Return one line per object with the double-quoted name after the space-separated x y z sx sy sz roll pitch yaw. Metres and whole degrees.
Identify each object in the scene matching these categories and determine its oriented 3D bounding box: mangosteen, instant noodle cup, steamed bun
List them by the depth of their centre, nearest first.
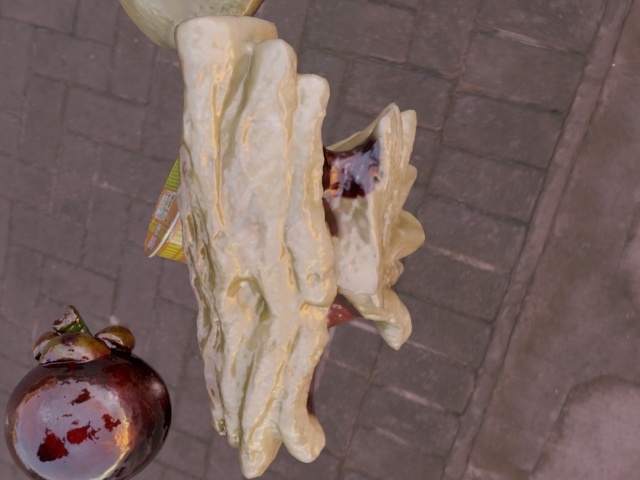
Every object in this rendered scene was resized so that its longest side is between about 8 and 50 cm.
-0.175 0.117 0.565 0.140 0.140 0.140 5 104 20 "mangosteen"
0.000 0.000 0.708 0.189 0.247 0.427 3 113 10 "steamed bun"
-0.082 -0.025 0.858 0.185 0.168 0.168 23 114 -21 "instant noodle cup"

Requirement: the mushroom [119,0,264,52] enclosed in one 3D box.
-0.138 -0.405 0.954 0.292 0.217 0.212 -50 123 -10 "mushroom"
